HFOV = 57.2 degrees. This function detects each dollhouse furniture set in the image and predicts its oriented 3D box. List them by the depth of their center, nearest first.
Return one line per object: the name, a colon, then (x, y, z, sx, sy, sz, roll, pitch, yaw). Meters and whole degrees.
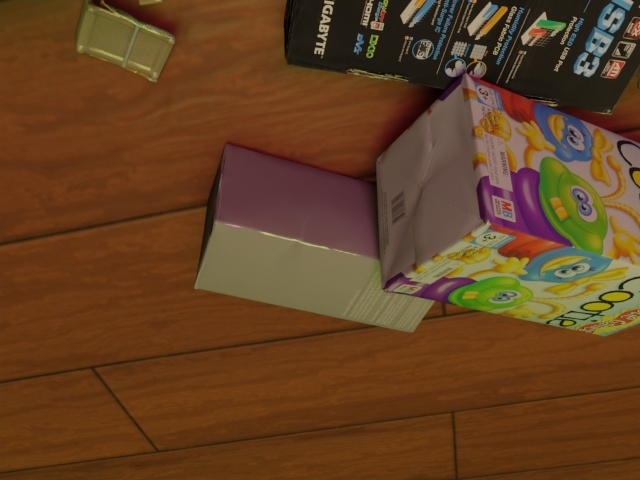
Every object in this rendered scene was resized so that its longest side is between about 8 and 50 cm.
dollhouse furniture set: (-0.146, -0.205, 0.475, 0.076, 0.058, 0.151, 15, 150, -25)

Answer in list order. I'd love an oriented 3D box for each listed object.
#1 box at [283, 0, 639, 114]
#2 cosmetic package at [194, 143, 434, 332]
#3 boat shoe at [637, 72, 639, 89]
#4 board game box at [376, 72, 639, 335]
box: (0.138, -0.247, 0.414, 0.293, 0.073, 0.295, 4, 134, -10)
cosmetic package: (0.000, 0.000, 0.602, 0.238, 0.127, 0.107, 13, 132, -12)
boat shoe: (0.347, -0.166, 0.474, 0.178, 0.060, 0.064, -29, 148, 1)
board game box: (0.206, -0.017, 0.540, 0.275, 0.144, 0.142, 13, 150, -24)
